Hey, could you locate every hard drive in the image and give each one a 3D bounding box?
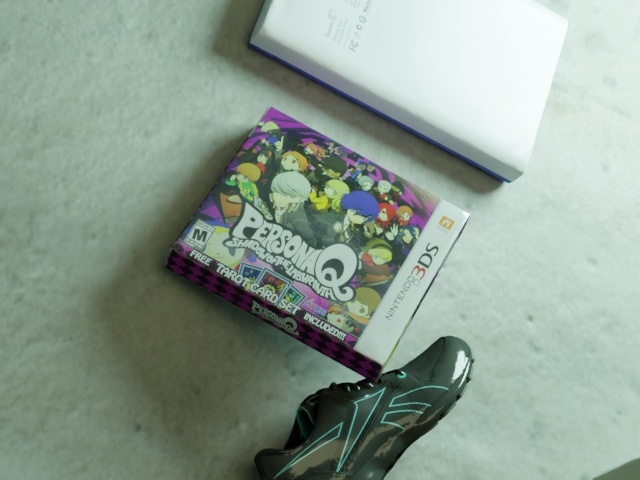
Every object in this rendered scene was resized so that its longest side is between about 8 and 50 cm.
[{"bbox_3d":[0.099,-0.221,2.053,0.319,0.040,0.210,27,60,-14],"label":"hard drive"}]

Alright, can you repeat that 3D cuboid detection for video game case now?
[{"bbox_3d":[0.000,0.000,1.874,0.232,0.042,0.210,29,54,5],"label":"video game case"}]

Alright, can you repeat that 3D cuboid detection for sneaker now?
[{"bbox_3d":[0.046,0.165,1.835,0.106,0.101,0.267,46,57,0],"label":"sneaker"}]

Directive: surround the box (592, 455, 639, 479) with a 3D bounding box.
[{"bbox_3d":[0.371,0.347,1.925,0.113,0.094,0.275,-7,74,-29],"label":"box"}]
